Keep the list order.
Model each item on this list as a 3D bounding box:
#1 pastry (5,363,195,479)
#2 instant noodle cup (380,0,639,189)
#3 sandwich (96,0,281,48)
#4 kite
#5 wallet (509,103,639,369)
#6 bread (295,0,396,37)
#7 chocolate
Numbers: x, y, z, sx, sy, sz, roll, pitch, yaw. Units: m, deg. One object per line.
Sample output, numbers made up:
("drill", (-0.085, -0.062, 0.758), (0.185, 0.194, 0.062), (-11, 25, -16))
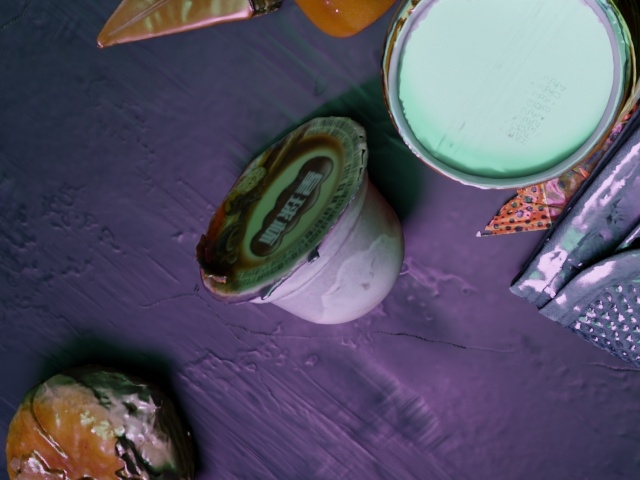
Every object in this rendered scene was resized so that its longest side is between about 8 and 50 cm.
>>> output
("pastry", (-0.272, 0.271, 0.931), (0.236, 0.121, 0.257), (-8, 110, 20))
("instant noodle cup", (0.145, -0.140, 0.585), (0.216, 0.172, 0.215), (7, 113, 17))
("sandwich", (-0.129, -0.243, 0.681), (0.163, 0.079, 0.113), (-5, 110, 21))
("kite", (0.253, -0.055, 0.689), (0.125, 0.008, 0.222), (30, 119, -1))
("wallet", (0.369, 0.049, 0.660), (0.342, 0.075, 0.237), (29, 124, 1))
("bread", (-0.023, -0.263, 0.595), (0.093, 0.074, 0.239), (-23, 130, 26))
("chocolate", (-0.004, 0.003, 0.715), (0.221, 0.221, 0.147), (-24, 130, 25))
